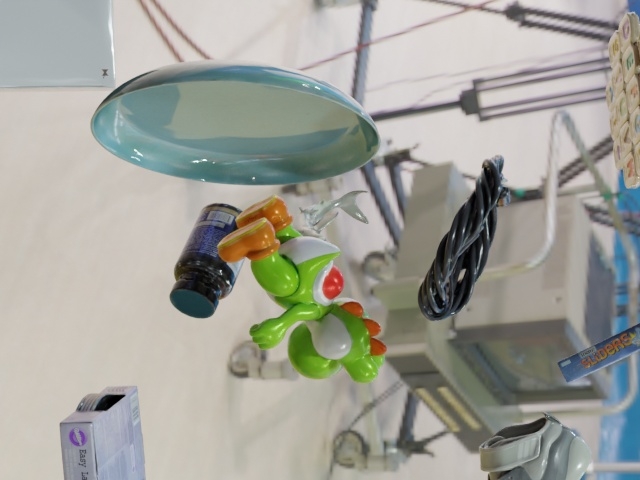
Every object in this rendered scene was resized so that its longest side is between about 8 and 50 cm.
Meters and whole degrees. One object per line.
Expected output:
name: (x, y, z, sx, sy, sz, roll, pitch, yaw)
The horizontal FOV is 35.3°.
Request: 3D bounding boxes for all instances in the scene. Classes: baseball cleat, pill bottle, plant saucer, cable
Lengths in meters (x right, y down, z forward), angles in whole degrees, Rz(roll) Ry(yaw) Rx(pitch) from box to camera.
baseball cleat: (0.182, 0.266, 1.015, 0.109, 0.072, 0.206, 40, 78, -9)
pill bottle: (-0.215, 0.040, 1.980, 0.122, 0.123, 0.219, 56, 40, -36)
plant saucer: (-0.092, -0.129, 1.116, 0.318, 0.318, 0.043, 23, 64, -55)
cable: (0.154, 0.002, 1.041, 0.184, 0.047, 0.150, -59, 166, -22)

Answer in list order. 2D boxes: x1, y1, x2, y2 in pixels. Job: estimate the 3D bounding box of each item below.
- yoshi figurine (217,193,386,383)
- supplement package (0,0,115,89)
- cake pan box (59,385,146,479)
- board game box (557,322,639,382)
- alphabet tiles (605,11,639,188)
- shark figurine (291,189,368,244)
yoshi figurine: (-0.043, 0.114, 1.739, 0.203, 0.203, 0.362, -40, 106, -12)
supplement package: (-0.424, -0.313, 1.421, 0.145, 0.262, 0.203, -148, -124, -76)
cake pan box: (-0.382, 0.406, 1.798, 0.246, 0.070, 0.266, -53, 140, -80)
board game box: (0.454, 0.147, 1.468, 0.035, 0.201, 0.136, 65, 19, 14)
alphabet tiles: (0.539, -0.240, 1.746, 0.278, 0.021, 0.284, 88, -1, -77)
shark figurine: (-0.009, -0.011, 1.952, 0.278, 0.166, 0.116, -53, 142, -60)
